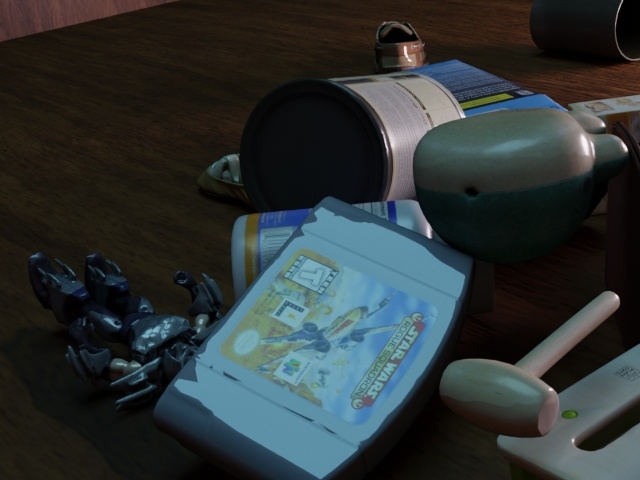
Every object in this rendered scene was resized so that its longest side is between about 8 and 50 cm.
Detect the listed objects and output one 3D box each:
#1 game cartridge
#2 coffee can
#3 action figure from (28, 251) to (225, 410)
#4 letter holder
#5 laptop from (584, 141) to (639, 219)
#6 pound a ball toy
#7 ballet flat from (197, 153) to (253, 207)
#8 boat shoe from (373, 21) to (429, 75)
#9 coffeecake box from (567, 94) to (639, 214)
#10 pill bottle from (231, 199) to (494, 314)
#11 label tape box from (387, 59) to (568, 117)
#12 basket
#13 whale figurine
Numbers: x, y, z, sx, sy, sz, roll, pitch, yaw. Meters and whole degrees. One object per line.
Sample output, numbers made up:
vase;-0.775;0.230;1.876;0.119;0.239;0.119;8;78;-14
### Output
game cartridge;0.012;0.097;0.942;0.198;0.062;0.297;21;57;27
coffee can;0.054;-0.114;1.326;0.201;0.201;0.275;7;13;28
action figure;-0.212;0.090;1.136;0.185;0.099;0.285;-19;29;-38
letter holder;0.377;0.008;1.011;0.152;0.214;0.302;-3;23;9
laptop;0.228;-0.060;1.309;0.234;0.136;0.264;-19;26;-27
pound a ball toy;0.247;0.140;0.751;0.319;0.208;0.136;-22;27;-33
ballet flat;-0.116;-0.097;1.567;0.080;0.073;0.232;-22;28;-33
boat shoe;0.168;-0.399;2.130;0.123;0.116;0.324;-6;23;2
coffeecake box;0.434;-0.120;1.381;0.185;0.142;0.068;-8;24;-2
pill bottle;0.047;0.035;1.119;0.272;0.152;0.152;-5;23;3
label tape box;0.196;-0.184;1.638;0.249;0.115;0.348;-15;27;-18
basket;0.562;-0.456;2.124;0.227;0.154;0.204;12;31;44
whale figurine;0.207;-0.063;1.045;0.216;0.141;0.272;0;16;30
